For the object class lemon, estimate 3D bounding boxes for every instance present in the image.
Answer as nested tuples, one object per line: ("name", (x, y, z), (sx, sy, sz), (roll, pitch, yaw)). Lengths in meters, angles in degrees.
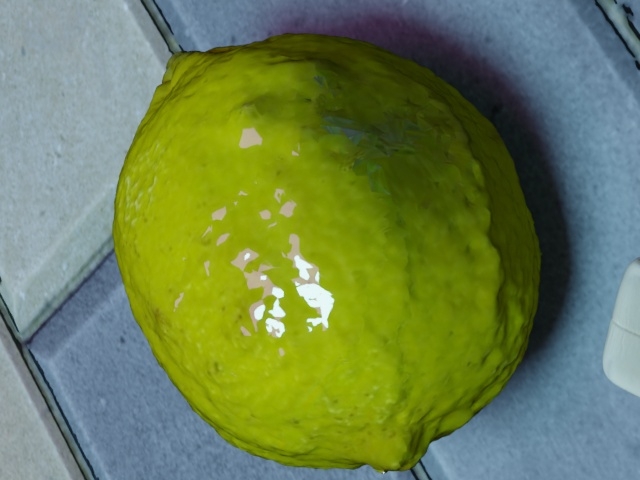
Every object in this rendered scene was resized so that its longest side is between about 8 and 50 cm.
("lemon", (0.000, 0.000, 1.106), (0.268, 0.268, 0.321), (-35, 72, 40))

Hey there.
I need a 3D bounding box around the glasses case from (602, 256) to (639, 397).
("glasses case", (0.325, 0.090, 0.907), (0.336, 0.144, 0.076), (25, 113, 37))
